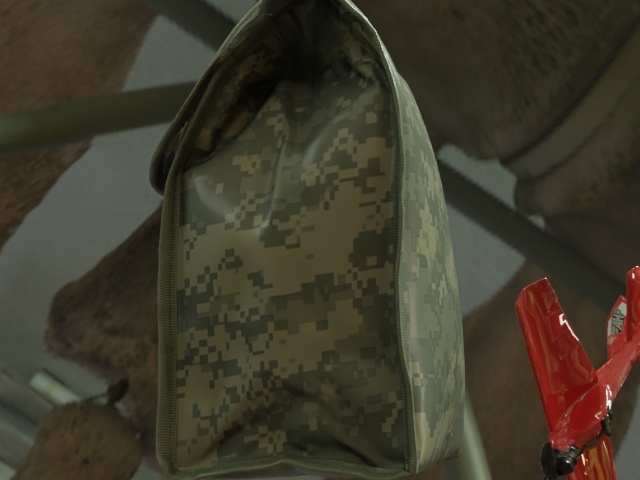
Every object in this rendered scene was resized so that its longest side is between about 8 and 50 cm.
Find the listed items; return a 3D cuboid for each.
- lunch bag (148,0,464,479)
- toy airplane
[{"bbox_3d":[0.000,0.000,0.844,0.169,0.235,0.287,-2,-96,12],"label":"lunch bag"},{"bbox_3d":[0.139,0.072,0.669,0.028,0.151,0.151,-3,-74,34],"label":"toy airplane"}]
